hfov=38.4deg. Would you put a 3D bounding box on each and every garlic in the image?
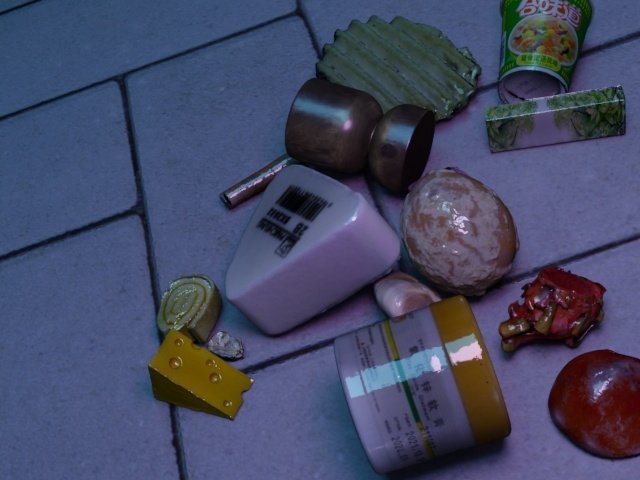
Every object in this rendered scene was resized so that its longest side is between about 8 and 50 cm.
[{"bbox_3d":[0.148,0.110,1.675,0.099,0.124,0.174,-55,18,6],"label":"garlic"}]

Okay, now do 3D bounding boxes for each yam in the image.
[{"bbox_3d":[-0.100,-0.150,2.004,0.263,0.046,0.046,-31,50,-10],"label":"yam"}]

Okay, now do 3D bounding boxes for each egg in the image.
[{"bbox_3d":[0.250,-0.016,1.677,0.203,0.203,0.245,-29,75,-6],"label":"egg"}]

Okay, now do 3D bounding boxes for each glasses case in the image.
[{"bbox_3d":[0.474,-0.248,1.864,0.272,0.095,0.062,-7,46,12],"label":"glasses case"}]

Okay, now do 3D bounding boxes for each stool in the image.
[{"bbox_3d":[0.080,-0.216,1.885,0.264,0.179,0.179,19,60,19],"label":"stool"}]

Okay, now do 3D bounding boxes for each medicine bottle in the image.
[{"bbox_3d":[0.162,0.233,1.484,0.231,0.238,0.238,-19,49,4],"label":"medicine bottle"}]

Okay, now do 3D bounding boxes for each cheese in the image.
[{"bbox_3d":[-0.218,0.259,1.698,0.171,0.126,0.093,22,54,10],"label":"cheese"}]

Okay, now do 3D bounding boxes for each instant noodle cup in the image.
[{"bbox_3d":[0.460,-0.403,1.938,0.206,0.207,0.233,5,61,22],"label":"instant noodle cup"}]

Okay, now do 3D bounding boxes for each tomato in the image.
[{"bbox_3d":[0.461,0.248,1.466,0.189,0.099,0.173,29,64,32],"label":"tomato"}]

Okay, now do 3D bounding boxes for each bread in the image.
[{"bbox_3d":[-0.259,0.141,1.812,0.117,0.064,0.156,1,54,24],"label":"bread"}]

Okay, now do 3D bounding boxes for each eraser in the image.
[{"bbox_3d":[0.000,0.000,1.727,0.331,0.150,0.331,-26,37,22],"label":"eraser"}]

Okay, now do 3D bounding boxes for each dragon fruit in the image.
[{"bbox_3d":[0.392,0.121,1.579,0.207,0.150,0.133,-35,21,-3],"label":"dragon fruit"}]

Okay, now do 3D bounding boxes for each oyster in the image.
[{"bbox_3d":[-0.177,0.205,1.762,0.083,0.019,0.054,20,60,33],"label":"oyster"}]

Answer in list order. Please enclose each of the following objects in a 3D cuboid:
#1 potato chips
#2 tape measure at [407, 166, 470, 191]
[{"bbox_3d":[0.160,-0.378,2.094,0.358,0.070,0.429,-31,51,-11],"label":"potato chips"},{"bbox_3d":[0.246,-0.085,1.820,0.125,0.074,0.118,-35,51,-8],"label":"tape measure"}]
